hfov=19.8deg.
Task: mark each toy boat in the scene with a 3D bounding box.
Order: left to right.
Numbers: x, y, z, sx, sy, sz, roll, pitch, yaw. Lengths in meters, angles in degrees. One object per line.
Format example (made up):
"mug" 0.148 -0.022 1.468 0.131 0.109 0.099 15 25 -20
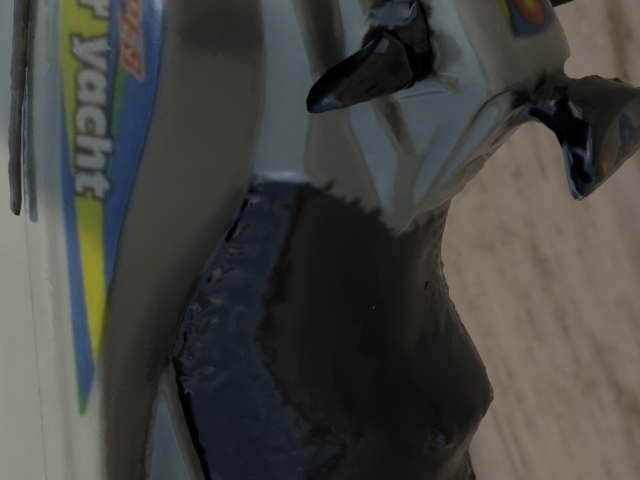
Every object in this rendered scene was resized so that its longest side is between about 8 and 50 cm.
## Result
"toy boat" -0.006 0.004 0.405 0.141 0.141 0.269 -113 32 -60
